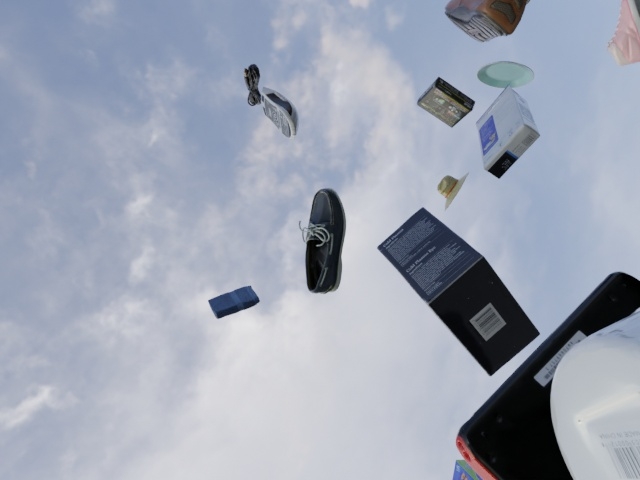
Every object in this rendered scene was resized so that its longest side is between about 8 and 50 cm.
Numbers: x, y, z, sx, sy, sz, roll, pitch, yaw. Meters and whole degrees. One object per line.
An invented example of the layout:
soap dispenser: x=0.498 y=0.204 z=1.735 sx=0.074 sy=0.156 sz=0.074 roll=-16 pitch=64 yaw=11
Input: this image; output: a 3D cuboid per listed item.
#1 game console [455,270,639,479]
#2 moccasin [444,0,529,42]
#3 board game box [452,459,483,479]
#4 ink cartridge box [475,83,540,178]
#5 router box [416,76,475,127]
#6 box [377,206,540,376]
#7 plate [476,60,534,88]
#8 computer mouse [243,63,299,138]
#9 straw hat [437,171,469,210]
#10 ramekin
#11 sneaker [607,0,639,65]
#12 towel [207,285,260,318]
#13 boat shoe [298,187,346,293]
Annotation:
game console: x=0.422 y=0.261 z=0.753 sx=0.386 sy=0.342 sz=0.060 roll=-37 pitch=-26 yaw=-20
moccasin: x=0.381 y=-0.549 z=1.318 sx=0.139 sy=0.380 sz=0.147 roll=35 pitch=-76 yaw=-6
board game box: x=0.504 y=0.582 z=1.285 sx=0.346 sy=0.233 sz=0.078 roll=6 pitch=-83 yaw=-17
ink cartridge box: x=0.537 y=-0.325 z=1.679 sx=0.065 sy=0.333 sz=0.165 roll=30 pitch=-55 yaw=-11
router box: x=0.328 y=-0.362 z=1.513 sx=0.122 sy=0.092 sz=0.038 roll=31 pitch=-117 yaw=-11
box: x=0.361 y=0.129 z=1.535 sx=0.179 sy=0.312 sz=0.343 roll=-42 pitch=-59 yaw=3
plate: x=0.621 y=-0.563 z=1.937 sx=0.188 sy=0.188 sz=0.024 roll=17 pitch=-101 yaw=-41
computer mouse: x=-0.092 y=-0.274 z=1.165 sx=0.042 sy=0.193 sz=0.106 roll=-29 pitch=-32 yaw=-20
straw hat: x=0.398 y=-0.168 z=1.791 sx=0.061 sy=0.144 sz=0.145 roll=32 pitch=-101 yaw=4
ramekin: x=0.366 y=0.200 z=0.579 sx=0.135 sy=0.277 sz=0.278 roll=-14 pitch=-68 yaw=-18
sneaker: x=0.537 y=-0.376 z=1.023 sx=0.051 sy=0.070 sz=0.135 roll=-20 pitch=-86 yaw=-46
towel: x=-0.217 y=0.156 z=1.446 sx=0.119 sy=0.067 sz=0.029 roll=-18 pitch=-47 yaw=-22
boat shoe: x=0.000 y=0.000 z=1.373 sx=0.079 sy=0.095 sz=0.255 roll=1 pitch=-86 yaw=-50
